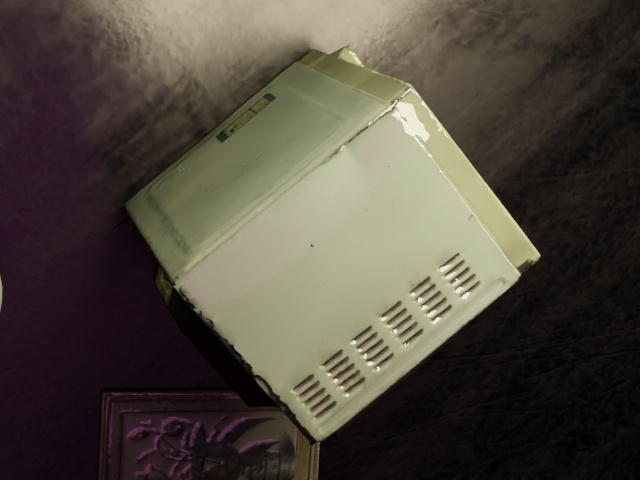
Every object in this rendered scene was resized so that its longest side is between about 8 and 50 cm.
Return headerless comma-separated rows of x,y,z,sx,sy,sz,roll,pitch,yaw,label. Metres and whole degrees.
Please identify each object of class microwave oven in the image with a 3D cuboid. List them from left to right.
0.000,0.000,1.509,0.286,0.355,0.218,-41,107,-3,microwave oven

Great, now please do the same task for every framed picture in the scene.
-0.114,0.235,1.708,0.231,0.010,0.173,0,101,-13,framed picture

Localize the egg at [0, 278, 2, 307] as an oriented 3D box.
-0.415,0.083,1.518,0.264,0.183,0.183,-28,106,-14,egg
